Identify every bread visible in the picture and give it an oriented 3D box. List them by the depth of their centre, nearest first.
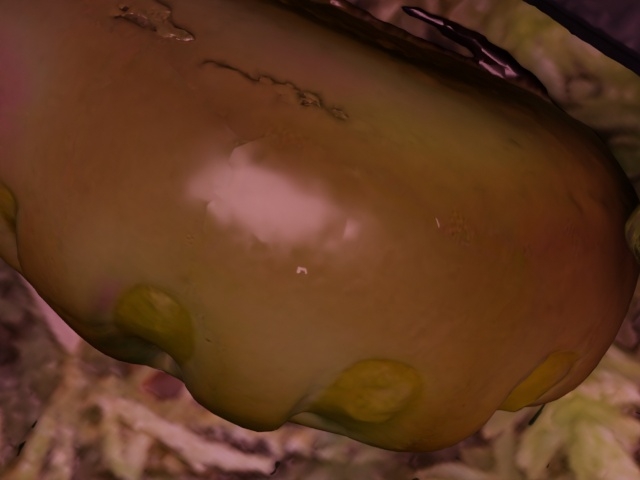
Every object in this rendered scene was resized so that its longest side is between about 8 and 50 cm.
[{"bbox_3d":[-0.010,-0.002,0.643,0.261,0.156,0.158,24,106,-9],"label":"bread"}]

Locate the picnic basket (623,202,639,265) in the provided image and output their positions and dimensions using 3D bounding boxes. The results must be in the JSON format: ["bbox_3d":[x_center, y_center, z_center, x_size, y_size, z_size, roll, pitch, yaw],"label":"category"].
[{"bbox_3d":[0.183,-0.013,0.580,0.115,0.079,0.164,32,109,-17],"label":"picnic basket"}]

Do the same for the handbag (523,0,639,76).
[{"bbox_3d":[0.175,-0.200,0.597,0.269,0.118,0.325,30,106,-19],"label":"handbag"}]
